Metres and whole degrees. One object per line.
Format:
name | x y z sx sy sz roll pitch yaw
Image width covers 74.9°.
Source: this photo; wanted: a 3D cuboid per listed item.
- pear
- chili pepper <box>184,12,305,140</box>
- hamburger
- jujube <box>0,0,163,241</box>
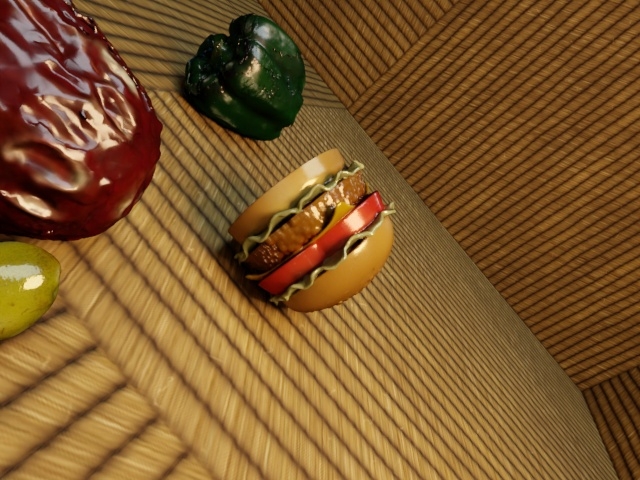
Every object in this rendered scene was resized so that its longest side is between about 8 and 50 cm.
pear | -0.279 0.044 0.367 0.092 0.097 0.092 162 -90 -89
chili pepper | -0.169 -0.370 0.991 0.257 0.249 0.233 31 58 -47
hamburger | 0.000 0.000 0.701 0.212 0.274 0.274 53 24 -2
jujube | -0.338 -0.162 0.400 0.377 0.258 0.258 35 27 -15
